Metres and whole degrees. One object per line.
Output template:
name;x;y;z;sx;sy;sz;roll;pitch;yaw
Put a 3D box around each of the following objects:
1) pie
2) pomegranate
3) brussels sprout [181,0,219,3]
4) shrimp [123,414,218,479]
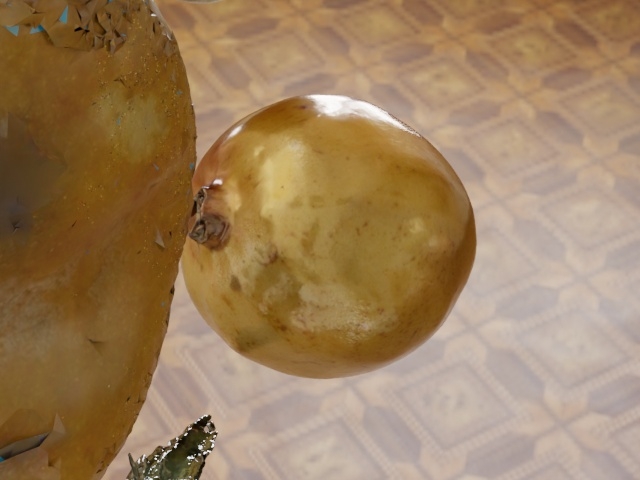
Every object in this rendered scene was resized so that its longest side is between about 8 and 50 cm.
pie;-0.140;0.013;0.556;0.069;0.273;0.273;22;45;32
pomegranate;0.000;0.000;1.181;0.264;0.264;0.264;1;42;0
brussels sprout;-0.135;-0.382;1.326;0.289;0.281;0.354;32;8;23
shrimp;-0.181;0.196;1.036;0.085;0.272;0.445;4;14;18
